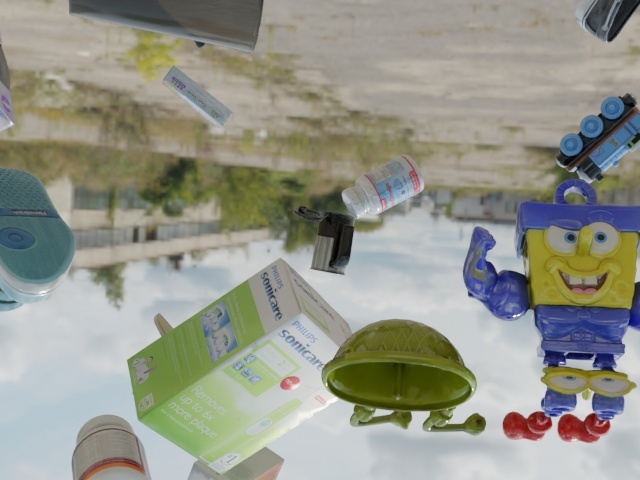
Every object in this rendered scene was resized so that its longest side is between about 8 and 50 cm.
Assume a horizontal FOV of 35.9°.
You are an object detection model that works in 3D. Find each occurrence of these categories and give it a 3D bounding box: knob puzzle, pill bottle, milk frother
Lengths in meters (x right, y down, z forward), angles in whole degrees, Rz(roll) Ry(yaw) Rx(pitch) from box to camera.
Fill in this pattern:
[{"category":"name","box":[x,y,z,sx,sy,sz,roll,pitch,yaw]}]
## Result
[{"category":"knob puzzle","box":[-0.252,0.211,1.782,0.030,0.213,0.213,-37,-174,-3]},{"category":"pill bottle","box":[-0.335,0.371,1.581,0.121,0.121,0.221,2,-166,-17]},{"category":"pill bottle","box":[0.129,-0.109,2.066,0.160,0.087,0.087,-28,-170,-12]},{"category":"milk frother","box":[0.000,0.000,2.178,0.143,0.135,0.129,10,178,-5]}]

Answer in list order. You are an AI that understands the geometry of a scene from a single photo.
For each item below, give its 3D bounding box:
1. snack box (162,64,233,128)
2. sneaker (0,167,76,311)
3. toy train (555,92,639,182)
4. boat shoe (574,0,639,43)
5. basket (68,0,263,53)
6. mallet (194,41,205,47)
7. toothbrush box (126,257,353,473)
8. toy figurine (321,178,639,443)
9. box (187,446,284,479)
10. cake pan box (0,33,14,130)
[{"category":"snack box","box":[-0.236,-0.272,1.885,0.141,0.037,0.100,38,178,-10]},{"category":"sneaker","box":[-0.448,0.049,1.448,0.127,0.208,0.319,7,-153,-26]},{"category":"toy train","box":[0.525,-0.186,1.826,0.105,0.184,0.080,50,-163,13]},{"category":"boat shoe","box":[0.608,-0.513,1.867,0.108,0.301,0.102,8,-145,-48]},{"category":"basket","box":[-0.190,-0.331,1.199,0.226,0.204,0.154,-1,-146,-13]},{"category":"mallet","box":[-0.240,-0.374,1.509,0.190,0.039,0.062,52,177,-38]},{"category":"toothbrush box","box":[-0.104,0.188,1.438,0.206,0.283,0.122,47,-168,-43]},{"category":"toy figurine","box":[0.194,0.052,0.869,0.362,0.217,0.191,2,158,9]},{"category":"box","box":[-0.158,0.431,1.706,0.091,0.130,0.170,29,-160,21]},{"category":"cake pan box","box":[-0.560,-0.319,1.490,0.070,0.246,0.267,-19,149,4]}]
